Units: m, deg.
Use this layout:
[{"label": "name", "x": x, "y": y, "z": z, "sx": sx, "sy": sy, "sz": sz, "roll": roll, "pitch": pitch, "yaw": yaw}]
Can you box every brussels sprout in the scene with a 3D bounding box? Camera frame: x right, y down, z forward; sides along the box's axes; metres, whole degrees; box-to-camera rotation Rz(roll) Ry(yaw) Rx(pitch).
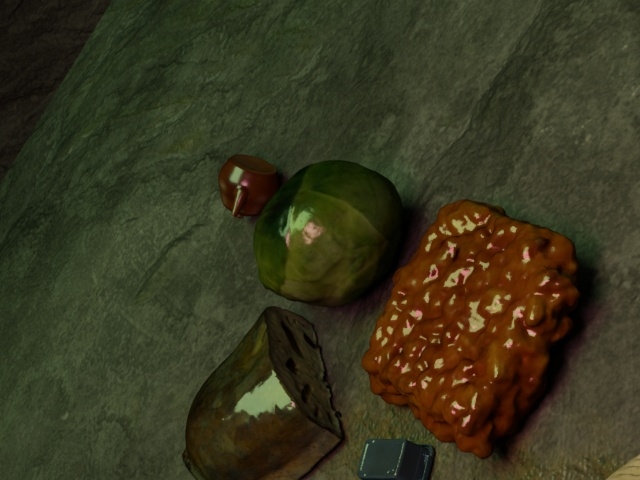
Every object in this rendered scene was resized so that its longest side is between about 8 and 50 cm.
[{"label": "brussels sprout", "x": 0.000, "y": 0.000, "z": 2.021, "sx": 0.271, "sy": 0.210, "sz": 0.219, "roll": -39, "pitch": 30, "yaw": 52}]

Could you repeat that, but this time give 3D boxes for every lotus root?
[{"label": "lotus root", "x": -0.120, "y": 0.262, "z": 2.008, "sx": 0.260, "sy": 0.149, "sz": 0.267, "roll": -43, "pitch": 33, "yaw": 20}]

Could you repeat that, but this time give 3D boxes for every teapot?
[{"label": "teapot", "x": -0.133, "y": -0.091, "z": 2.360, "sx": 0.116, "sy": 0.116, "sz": 0.173, "roll": -44, "pitch": 9, "yaw": 20}]

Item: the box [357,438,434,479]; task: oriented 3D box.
[{"label": "box", "x": 0.098, "y": 0.303, "z": 1.767, "sx": 0.099, "sy": 0.054, "sz": 0.074, "roll": -11, "pitch": 57, "yaw": 48}]

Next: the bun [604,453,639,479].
[{"label": "bun", "x": 0.360, "y": 0.325, "z": 1.352, "sx": 0.210, "sy": 0.116, "sz": 0.237, "roll": -13, "pitch": 39, "yaw": 51}]

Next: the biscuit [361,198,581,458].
[{"label": "biscuit", "x": 0.203, "y": 0.107, "z": 1.744, "sx": 0.318, "sy": 0.110, "sz": 0.312, "roll": -58, "pitch": 31, "yaw": -1}]
